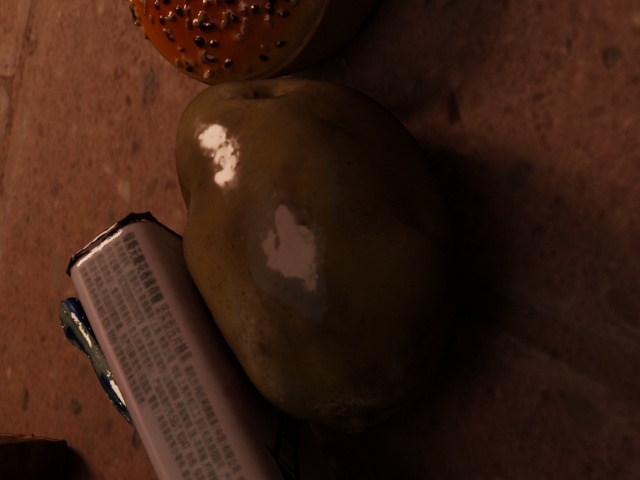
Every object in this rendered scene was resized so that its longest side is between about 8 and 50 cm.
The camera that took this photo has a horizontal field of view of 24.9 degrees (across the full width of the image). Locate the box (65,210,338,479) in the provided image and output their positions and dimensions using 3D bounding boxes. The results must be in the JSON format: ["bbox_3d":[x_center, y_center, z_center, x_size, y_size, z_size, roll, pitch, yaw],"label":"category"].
[{"bbox_3d":[-0.093,0.158,1.301,0.112,0.190,0.370,-36,58,9],"label":"box"}]

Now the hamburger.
[{"bbox_3d":[-0.075,-0.294,1.378,0.300,0.176,0.300,1,91,44],"label":"hamburger"}]

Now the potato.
[{"bbox_3d":[0.000,0.000,1.263,0.326,0.221,0.243,61,138,31],"label":"potato"}]

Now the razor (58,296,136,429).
[{"bbox_3d":[-0.220,0.158,1.607,0.324,0.056,0.093,41,119,38],"label":"razor"}]

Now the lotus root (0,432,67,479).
[{"bbox_3d":[-0.384,0.259,1.693,0.260,0.170,0.075,-10,76,55],"label":"lotus root"}]
